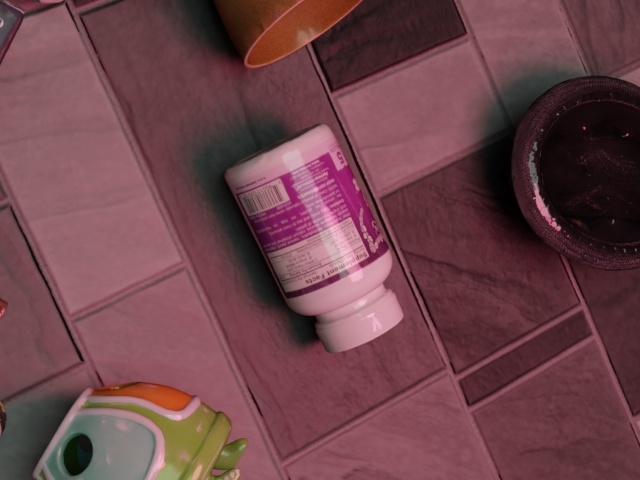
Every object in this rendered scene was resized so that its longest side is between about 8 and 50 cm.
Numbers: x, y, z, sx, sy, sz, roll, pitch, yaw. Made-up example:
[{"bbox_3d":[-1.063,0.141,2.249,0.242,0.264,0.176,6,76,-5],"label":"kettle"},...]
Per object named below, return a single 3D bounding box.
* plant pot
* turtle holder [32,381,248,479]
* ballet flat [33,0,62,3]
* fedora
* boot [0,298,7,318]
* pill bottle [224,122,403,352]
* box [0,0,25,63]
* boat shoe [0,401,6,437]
[{"bbox_3d":[-0.078,-0.415,1.846,0.237,0.237,0.254,-32,84,-23],"label":"plant pot"},{"bbox_3d":[-0.258,0.330,1.713,0.227,0.243,0.320,31,114,-4],"label":"turtle holder"},{"bbox_3d":[-0.404,-0.517,1.757,0.139,0.139,0.400,-3,88,-24],"label":"ballet flat"},{"bbox_3d":[0.418,-0.099,2.060,0.334,0.152,0.333,2,85,-24],"label":"fedora"},{"bbox_3d":[-0.482,0.096,1.713,0.114,0.037,0.106,32,61,-22],"label":"boot"},{"bbox_3d":[0.000,0.000,1.860,0.169,0.169,0.301,-29,98,-23],"label":"pill bottle"},{"bbox_3d":[-0.573,-0.150,1.511,0.294,0.212,0.395,28,76,-20],"label":"box"},{"bbox_3d":[-0.502,0.184,1.684,0.228,0.068,0.081,43,106,-13],"label":"boat shoe"}]
